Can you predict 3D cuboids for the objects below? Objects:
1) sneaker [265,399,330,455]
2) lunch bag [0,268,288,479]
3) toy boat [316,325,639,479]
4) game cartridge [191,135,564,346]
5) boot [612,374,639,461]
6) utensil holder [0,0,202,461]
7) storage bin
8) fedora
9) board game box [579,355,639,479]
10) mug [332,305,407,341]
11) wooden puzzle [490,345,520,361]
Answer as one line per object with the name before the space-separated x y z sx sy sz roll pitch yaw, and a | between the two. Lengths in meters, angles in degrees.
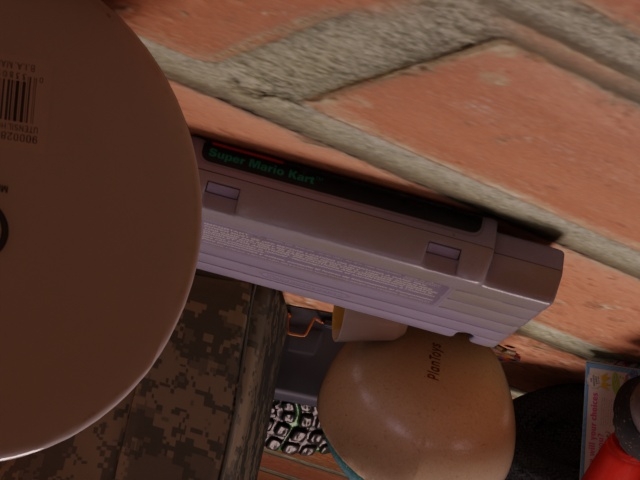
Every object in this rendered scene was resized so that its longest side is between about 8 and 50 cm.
sneaker | -0.082 0.146 1.981 0.344 0.134 0.146 9 -157 -5
lunch bag | -0.183 0.151 1.677 0.256 0.305 0.212 9 163 7
toy boat | 0.145 0.203 1.627 0.318 0.148 0.267 22 -154 3
game cartridge | 0.000 0.000 1.390 0.355 0.068 0.230 15 162 -3
boot | 0.441 0.166 1.504 0.338 0.118 0.222 10 159 -12
utensil holder | -0.296 0.000 1.133 0.328 0.327 0.385 22 164 -27
storage bin | -0.014 0.123 1.819 0.135 0.091 0.098 9 165 19
fedora | 0.280 0.252 1.801 0.334 0.334 0.152 11 136 12
board game box | 0.301 0.193 1.657 0.103 0.154 0.026 8 -167 27
mug | 0.048 0.061 1.611 0.064 0.078 0.062 8 135 -9
wooden puzzle | 0.168 0.112 1.764 0.049 0.006 0.083 26 162 -40
